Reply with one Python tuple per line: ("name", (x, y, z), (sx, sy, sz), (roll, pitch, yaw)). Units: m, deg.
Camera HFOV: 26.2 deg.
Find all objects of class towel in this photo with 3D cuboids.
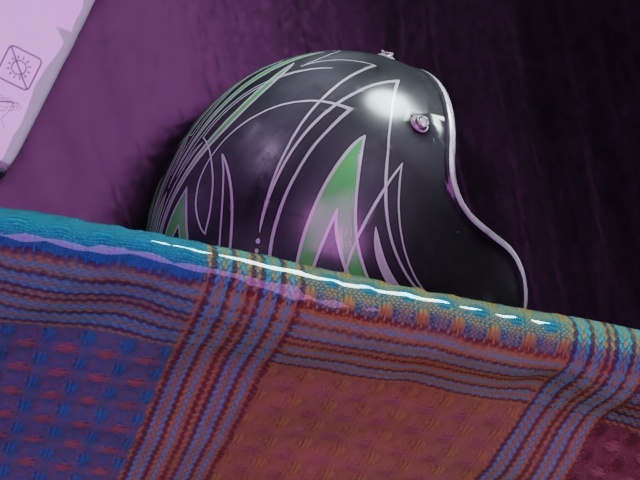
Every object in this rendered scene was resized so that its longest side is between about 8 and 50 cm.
("towel", (-0.036, 0.111, 0.595), (0.370, 0.271, 0.040), (12, 42, -15))

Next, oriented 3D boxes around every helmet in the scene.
("helmet", (0.000, 0.000, 0.634), (0.169, 0.169, 0.162), (-40, 115, -13))

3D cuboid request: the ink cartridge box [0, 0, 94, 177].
("ink cartridge box", (-0.150, -0.213, 0.649), (0.165, 0.065, 0.333), (27, 83, -13))
